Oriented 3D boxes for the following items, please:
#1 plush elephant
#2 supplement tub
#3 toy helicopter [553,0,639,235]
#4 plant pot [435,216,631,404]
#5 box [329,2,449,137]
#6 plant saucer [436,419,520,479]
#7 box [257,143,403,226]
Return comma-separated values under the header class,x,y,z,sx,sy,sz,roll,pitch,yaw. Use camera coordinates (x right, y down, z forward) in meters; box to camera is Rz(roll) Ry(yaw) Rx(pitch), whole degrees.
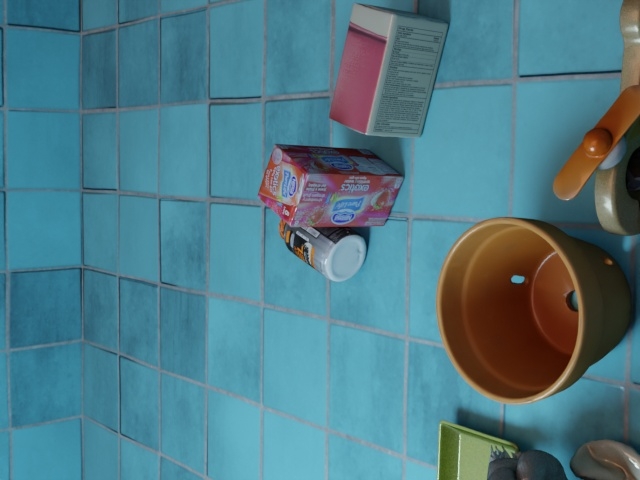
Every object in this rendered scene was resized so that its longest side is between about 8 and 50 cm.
class,x,y,z,sx,sy,sz,roll,pitch,yaw
plush elephant,0.385,0.447,1.453,0.255,0.330,0.272,6,112,12
supplement tub,0.000,0.000,1.984,0.190,0.117,0.117,34,118,45
toy helicopter,0.442,-0.181,1.325,0.140,0.235,0.355,14,109,49
plant pot,0.359,0.106,1.489,0.291,0.203,0.291,3,94,50
box,0.129,-0.326,1.781,0.127,0.148,0.232,31,115,46
plant saucer,0.298,0.440,1.707,0.188,0.045,0.188,8,99,49
box,0.021,-0.108,1.840,0.128,0.256,0.123,42,122,40
